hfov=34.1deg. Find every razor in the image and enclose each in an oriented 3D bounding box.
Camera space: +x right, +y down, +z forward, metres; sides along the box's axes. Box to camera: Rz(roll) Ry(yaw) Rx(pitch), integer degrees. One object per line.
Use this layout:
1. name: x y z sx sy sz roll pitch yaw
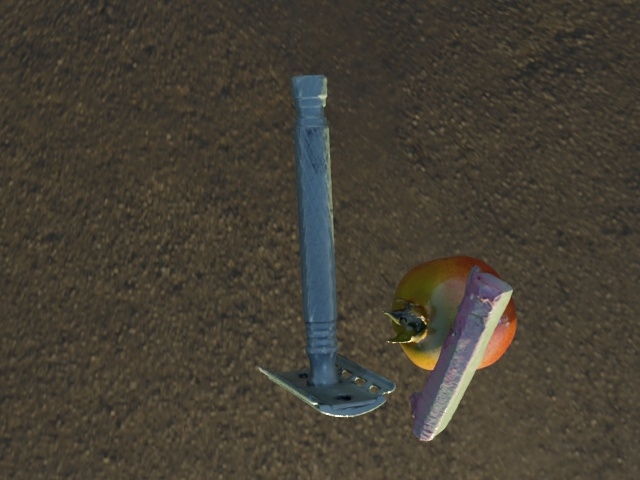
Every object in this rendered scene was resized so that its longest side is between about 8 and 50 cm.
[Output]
1. razor: 0.000 0.000 0.739 0.068 0.106 0.232 -5 99 -23

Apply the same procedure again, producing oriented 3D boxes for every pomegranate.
1. pomegranate: 0.224 0.132 1.858 0.257 0.221 0.220 -4 118 -44

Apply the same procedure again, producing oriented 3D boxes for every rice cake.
1. rice cake: 0.178 0.154 1.412 0.051 0.081 0.290 -11 136 -34
